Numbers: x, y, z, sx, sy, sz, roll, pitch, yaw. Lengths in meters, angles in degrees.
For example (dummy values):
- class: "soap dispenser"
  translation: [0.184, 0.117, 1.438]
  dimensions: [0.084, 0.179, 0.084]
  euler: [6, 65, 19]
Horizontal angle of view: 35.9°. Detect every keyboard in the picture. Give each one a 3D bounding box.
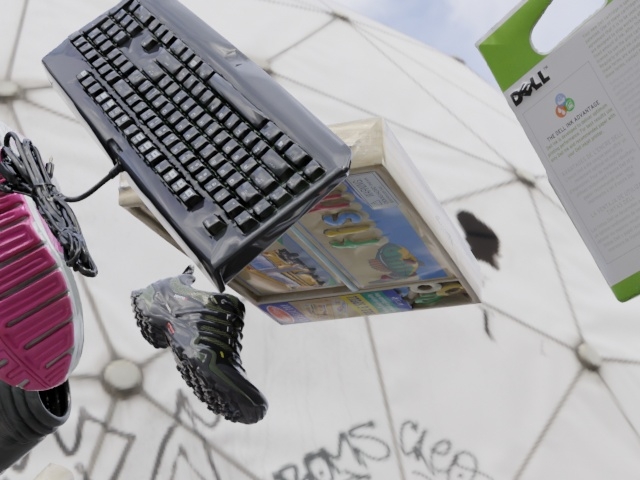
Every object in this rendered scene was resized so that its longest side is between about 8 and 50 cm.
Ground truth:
- class: "keyboard"
  translation: [-0.131, -0.069, 0.695]
  dimensions: [0.201, 0.317, 0.033]
  euler: [-42, -44, -3]

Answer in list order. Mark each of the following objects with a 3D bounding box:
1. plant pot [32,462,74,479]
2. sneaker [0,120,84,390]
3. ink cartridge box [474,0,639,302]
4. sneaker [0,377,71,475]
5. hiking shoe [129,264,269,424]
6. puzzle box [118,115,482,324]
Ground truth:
- class: "plant pot"
  translation: [-0.037, 0.305, 0.424]
  dimensions: [0.305, 0.334, 0.333]
  euler: [20, -60, -5]
- class: "sneaker"
  translation: [-0.250, -0.001, 0.824]
  dimensions: [0.103, 0.252, 0.111]
  euler: [-18, -3, 10]
- class: "ink cartridge box"
  translation: [0.267, -0.108, 0.787]
  dimensions: [0.097, 0.255, 0.189]
  euler: [-15, -17, -40]
- class: "sneaker"
  translation: [-0.395, 0.122, 1.177]
  dimensions: [0.147, 0.295, 0.104]
  euler: [-28, -4, 11]
- class: "hiking shoe"
  translation: [-0.121, 0.112, 1.149]
  dimensions: [0.114, 0.227, 0.086]
  euler: [-34, -28, -25]
- class: "puzzle box"
  translation: [0.000, 0.000, 1.076]
  dimensions: [0.272, 0.052, 0.409]
  euler: [-8, -24, 20]
